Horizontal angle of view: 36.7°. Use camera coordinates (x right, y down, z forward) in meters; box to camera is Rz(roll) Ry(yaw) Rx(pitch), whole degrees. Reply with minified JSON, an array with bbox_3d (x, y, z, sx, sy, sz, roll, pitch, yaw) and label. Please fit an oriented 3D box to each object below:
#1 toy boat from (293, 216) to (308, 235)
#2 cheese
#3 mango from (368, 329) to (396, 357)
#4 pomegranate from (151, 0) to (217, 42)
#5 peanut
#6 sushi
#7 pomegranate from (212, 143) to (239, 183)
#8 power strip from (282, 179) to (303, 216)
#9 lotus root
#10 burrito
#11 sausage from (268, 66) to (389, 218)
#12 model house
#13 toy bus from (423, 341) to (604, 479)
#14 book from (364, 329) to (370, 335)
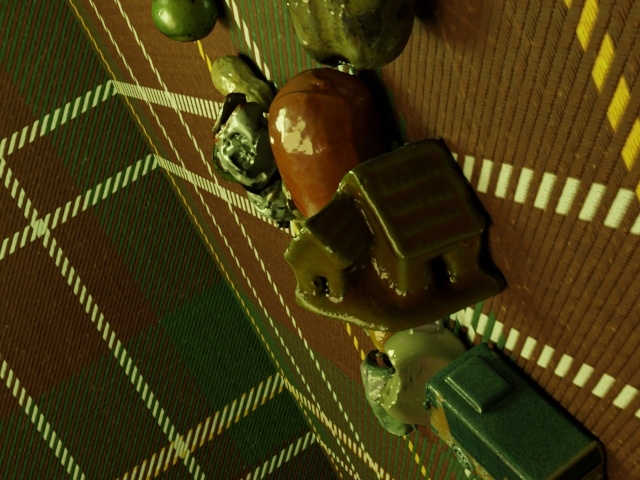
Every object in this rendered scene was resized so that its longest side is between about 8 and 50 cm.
[{"bbox_3d":[0.000,0.000,1.894,0.226,0.088,0.068,31,152,59],"label":"toy boat"},{"bbox_3d":[0.173,0.181,1.600,0.082,0.163,0.286,-92,-3,-59],"label":"cheese"},{"bbox_3d":[0.130,0.130,1.676,0.089,0.115,0.165,7,128,46],"label":"mango"},{"bbox_3d":[-0.244,-0.423,1.763,0.130,0.130,0.130,53,166,19],"label":"pomegranate"},{"bbox_3d":[-0.145,-0.289,1.787,0.174,0.080,0.080,43,161,34],"label":"peanut"},{"bbox_3d":[-0.104,-0.140,1.770,0.130,0.124,0.332,44,174,29],"label":"sushi"},{"bbox_3d":[-0.154,-0.196,1.985,0.125,0.163,0.138,18,180,2],"label":"pomegranate"},{"bbox_3d":[-0.033,-0.125,1.606,0.305,0.044,0.064,-92,-22,-63],"label":"power strip"},{"bbox_3d":[0.025,-0.301,1.020,0.154,0.154,0.278,46,163,39],"label":"lotus root"},{"bbox_3d":[0.144,0.345,2.174,0.144,0.089,0.229,41,161,43],"label":"burrito"},{"bbox_3d":[0.018,-0.131,1.389,0.141,0.153,0.268,5,140,24],"label":"sausage"},{"bbox_3d":[0.086,-0.008,1.290,0.173,0.268,0.239,-120,12,-46],"label":"model house"},{"bbox_3d":[0.286,0.295,1.451,0.275,0.138,0.167,43,159,42],"label":"toy bus"},{"bbox_3d":[0.089,0.124,2.008,0.170,0.018,0.242,58,167,0],"label":"book"}]
